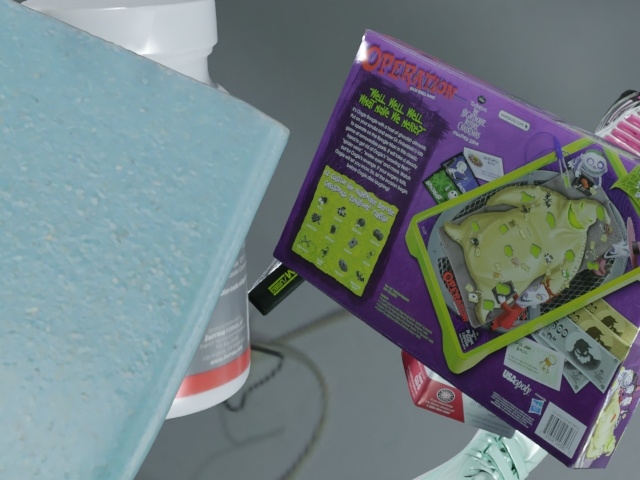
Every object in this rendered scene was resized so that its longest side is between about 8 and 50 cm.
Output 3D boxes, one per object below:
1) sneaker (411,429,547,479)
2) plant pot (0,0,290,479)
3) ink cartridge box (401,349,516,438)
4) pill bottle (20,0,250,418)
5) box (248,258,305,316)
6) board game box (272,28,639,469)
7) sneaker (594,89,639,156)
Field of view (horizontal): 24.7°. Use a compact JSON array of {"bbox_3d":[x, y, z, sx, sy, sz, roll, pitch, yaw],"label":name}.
[{"bbox_3d":[0.225,0.298,1.827,0.256,0.094,0.151,-36,15,-8],"label":"sneaker"},{"bbox_3d":[-0.196,0.055,0.571,0.247,0.247,0.252,-36,35,61],"label":"plant pot"},{"bbox_3d":[0.190,0.104,1.645,0.127,0.128,0.176,-98,31,-66],"label":"ink cartridge box"},{"bbox_3d":[-0.174,-0.037,1.323,0.210,0.210,0.363,9,109,36],"label":"pill bottle"},{"bbox_3d":[0.000,0.000,1.861,0.184,0.191,0.045,-40,94,19],"label":"box"},{"bbox_3d":[0.117,-0.006,1.089,0.347,0.056,0.208,35,110,42],"label":"board game box"},{"bbox_3d":[0.341,-0.130,1.533,0.075,0.063,0.170,-62,12,-25],"label":"sneaker"}]
